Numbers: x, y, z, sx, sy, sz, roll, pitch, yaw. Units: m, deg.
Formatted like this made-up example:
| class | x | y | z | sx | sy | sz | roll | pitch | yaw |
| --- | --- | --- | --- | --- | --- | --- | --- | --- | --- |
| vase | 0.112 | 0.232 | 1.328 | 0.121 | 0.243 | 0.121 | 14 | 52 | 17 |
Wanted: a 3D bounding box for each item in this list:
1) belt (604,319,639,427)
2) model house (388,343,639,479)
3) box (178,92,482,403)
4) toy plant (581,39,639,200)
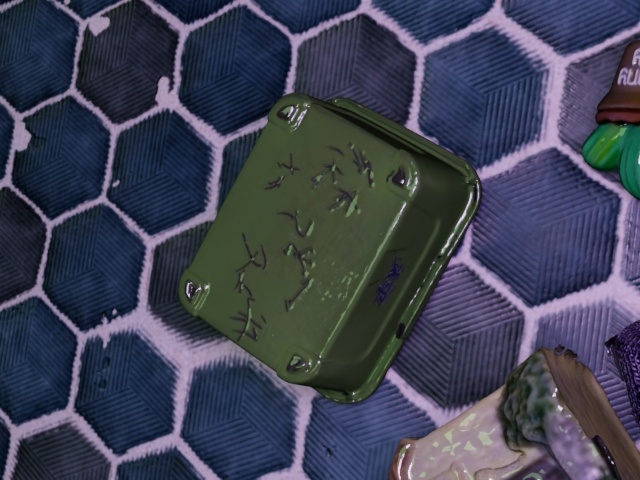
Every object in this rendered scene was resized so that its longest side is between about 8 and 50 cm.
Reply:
| class | x | y | z | sx | sy | sz | roll | pitch | yaw |
| --- | --- | --- | --- | --- | --- | --- | --- | --- | --- |
| belt | 0.406 | 0.102 | 0.897 | 0.260 | 0.325 | 0.122 | -13 | 89 | -4 |
| model house | 0.208 | 0.294 | 0.993 | 0.266 | 0.261 | 0.321 | -35 | 63 | 18 |
| box | 0.000 | 0.000 | 1.170 | 0.252 | 0.178 | 0.329 | 31 | 95 | 26 |
| toy plant | 0.348 | -0.110 | 1.077 | 0.143 | 0.105 | 0.200 | 10 | 98 | 33 |
